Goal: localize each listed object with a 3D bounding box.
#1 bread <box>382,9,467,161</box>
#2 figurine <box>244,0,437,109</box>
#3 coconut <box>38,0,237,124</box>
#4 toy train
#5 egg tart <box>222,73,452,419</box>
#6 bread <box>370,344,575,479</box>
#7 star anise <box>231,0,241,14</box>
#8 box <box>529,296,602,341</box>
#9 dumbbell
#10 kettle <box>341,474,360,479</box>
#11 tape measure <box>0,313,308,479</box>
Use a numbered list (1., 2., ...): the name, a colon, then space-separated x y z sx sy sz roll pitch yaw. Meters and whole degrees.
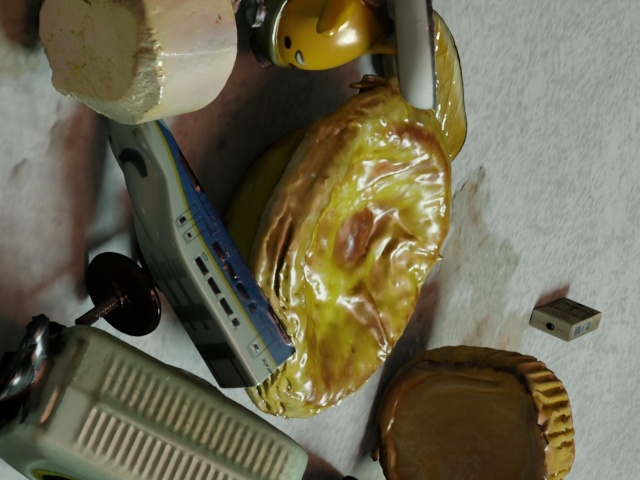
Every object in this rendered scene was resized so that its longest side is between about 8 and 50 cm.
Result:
1. bread: 0.090 -0.140 1.563 0.073 0.053 0.214 -51 151 -18
2. figurine: 0.011 -0.216 1.359 0.166 0.141 0.250 79 6 -67
3. coconut: -0.113 -0.137 1.159 0.122 0.116 0.116 -20 127 -50
4. toy train: -0.099 -0.004 1.251 0.051 0.052 0.234 -42 112 -36
5. egg tart: 0.000 0.000 1.452 0.295 0.116 0.295 -35 137 -42
6. bread: 0.158 0.194 1.774 0.104 0.199 0.199 -9 118 -60
7. star anise: -0.050 -0.292 1.156 0.257 0.110 0.198 92 7 -62
8. box: 0.286 0.091 2.063 0.083 0.053 0.024 -19 126 -55
9. dumbbell: -0.126 0.027 1.304 0.147 0.069 0.069 -38 141 -42
10. kettle: 0.026 0.389 1.690 0.271 0.207 0.251 -53 171 -7
11. tape measure: -0.143 0.128 1.243 0.235 0.207 0.115 31 73 -23
